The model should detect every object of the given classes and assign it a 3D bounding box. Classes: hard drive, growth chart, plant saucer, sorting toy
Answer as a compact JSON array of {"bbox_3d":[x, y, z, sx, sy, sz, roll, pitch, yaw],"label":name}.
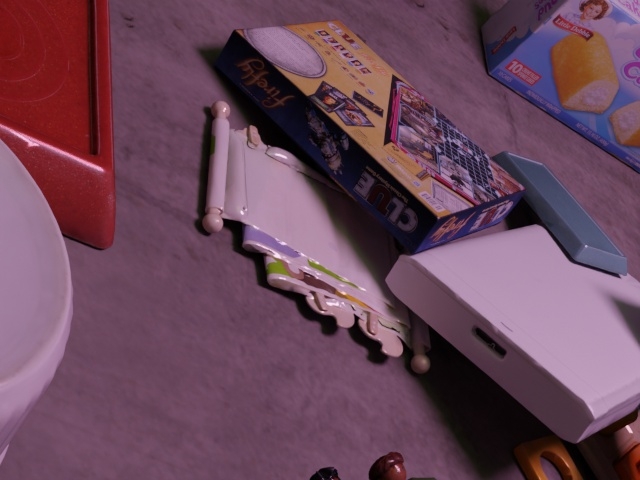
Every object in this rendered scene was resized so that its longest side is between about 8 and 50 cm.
[{"bbox_3d":[0.209,0.067,1.276,0.203,0.040,0.307,41,25,22],"label":"hard drive"},{"bbox_3d":[0.000,0.000,1.186,0.237,0.021,0.172,34,36,-22],"label":"growth chart"},{"bbox_3d":[0.232,-0.031,1.430,0.067,0.018,0.192,16,25,-30],"label":"plant saucer"},{"bbox_3d":[0.288,0.172,1.320,0.196,0.047,0.347,54,33,9],"label":"sorting toy"},{"bbox_3d":[-0.244,-0.144,1.027,0.259,0.048,0.258,24,40,-32],"label":"plant saucer"}]

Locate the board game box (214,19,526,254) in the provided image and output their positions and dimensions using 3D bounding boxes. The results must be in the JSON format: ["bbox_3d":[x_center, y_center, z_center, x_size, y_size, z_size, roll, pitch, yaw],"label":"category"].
[{"bbox_3d":[0.045,-0.096,1.270,0.243,0.042,0.165,44,30,19],"label":"board game box"}]

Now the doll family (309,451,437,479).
[{"bbox_3d":[0.003,0.197,0.940,0.193,0.076,0.111,-15,72,-51],"label":"doll family"}]

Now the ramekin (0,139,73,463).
[{"bbox_3d":[-0.253,0.021,0.771,0.273,0.127,0.273,31,36,-26],"label":"ramekin"}]

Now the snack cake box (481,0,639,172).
[{"bbox_3d":[0.328,-0.198,1.653,0.264,0.152,0.089,28,38,-28],"label":"snack cake box"}]
